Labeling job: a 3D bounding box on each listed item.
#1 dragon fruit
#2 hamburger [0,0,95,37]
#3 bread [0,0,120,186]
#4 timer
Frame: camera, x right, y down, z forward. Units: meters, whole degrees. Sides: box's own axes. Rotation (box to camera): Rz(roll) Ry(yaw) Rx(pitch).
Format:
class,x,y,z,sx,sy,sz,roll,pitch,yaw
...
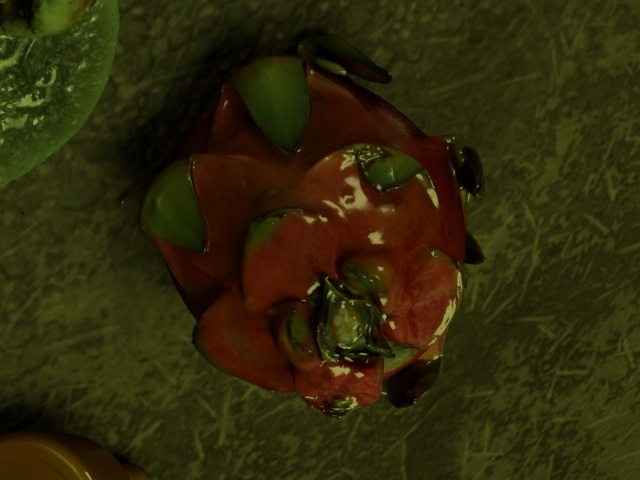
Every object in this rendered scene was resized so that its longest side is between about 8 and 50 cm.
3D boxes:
class,x,y,z,sx,sy,sz,roll,pitch,yaw
dragon fruit,-0.001,-0.003,1.180,0.224,0.227,0.224,-25,133,-31
hamburger,-0.172,-0.190,0.944,0.131,0.185,0.159,5,163,-26
bread,-0.171,-0.100,1.098,0.112,0.036,0.193,7,119,-43
timer,-0.164,0.190,1.300,0.132,0.132,0.152,-59,159,17
